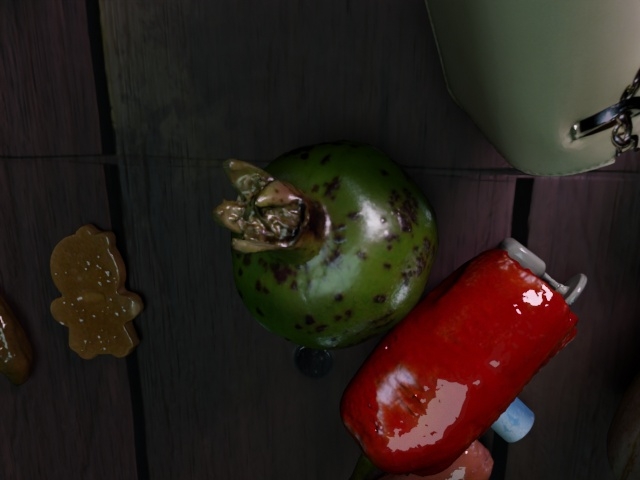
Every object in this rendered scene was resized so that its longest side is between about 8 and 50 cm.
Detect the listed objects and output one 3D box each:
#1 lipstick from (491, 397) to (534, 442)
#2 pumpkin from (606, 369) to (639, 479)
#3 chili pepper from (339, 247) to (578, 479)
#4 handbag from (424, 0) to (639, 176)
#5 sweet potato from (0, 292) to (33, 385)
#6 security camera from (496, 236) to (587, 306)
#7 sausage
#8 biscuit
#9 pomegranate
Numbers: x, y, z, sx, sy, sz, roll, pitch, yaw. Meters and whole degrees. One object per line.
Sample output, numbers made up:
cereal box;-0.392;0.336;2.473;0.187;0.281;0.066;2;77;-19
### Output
lipstick;0.175;0.164;0.613;0.158;0.048;0.048;43;110;-1
pumpkin;0.415;0.197;0.441;0.332;0.332;0.199;27;123;4
chili pepper;0.093;0.162;0.524;0.338;0.131;0.134;-45;81;2
handbag;0.128;-0.234;0.329;0.160;0.237;0.358;-20;142;14
sweet potato;-0.451;0.123;0.739;0.053;0.054;0.182;-17;99;7
security camera;0.229;0.033;0.564;0.092;0.058;0.058;37;110;7
sausage;0.125;0.306;0.652;0.194;0.077;0.077;-40;94;18
biscuit;-0.305;0.074;0.706;0.133;0.027;0.184;-17;99;17
pomegranate;0.000;0.000;0.506;0.211;0.263;0.211;-4;79;21
